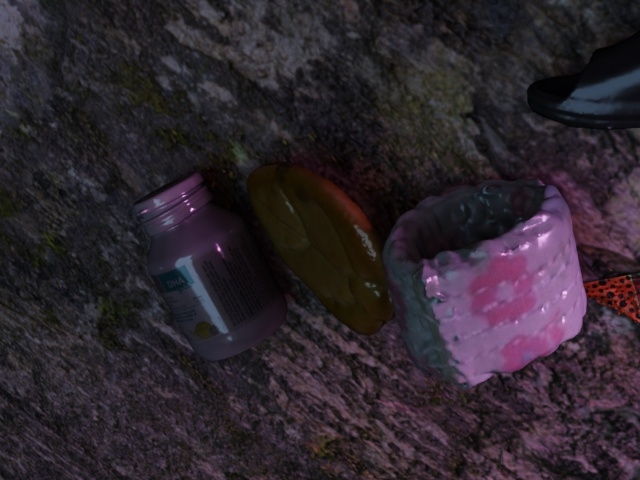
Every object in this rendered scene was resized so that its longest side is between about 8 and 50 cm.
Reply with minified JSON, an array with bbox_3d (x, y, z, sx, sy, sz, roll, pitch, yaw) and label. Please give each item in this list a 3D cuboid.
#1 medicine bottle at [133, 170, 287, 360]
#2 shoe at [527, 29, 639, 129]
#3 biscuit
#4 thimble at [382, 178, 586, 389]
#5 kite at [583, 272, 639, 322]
[{"bbox_3d":[-0.142,0.028,1.048,0.135,0.135,0.215,-18,106,35],"label":"medicine bottle"},{"bbox_3d":[0.305,-0.151,0.726,0.241,0.108,0.093,5,116,19],"label":"shoe"},{"bbox_3d":[-0.004,0.003,0.969,0.260,0.041,0.203,41,153,30],"label":"biscuit"},{"bbox_3d":[0.158,0.039,0.840,0.185,0.211,0.149,1,118,39],"label":"thimble"},{"bbox_3d":[0.378,0.063,0.856,0.222,0.008,0.125,32,126,11],"label":"kite"}]
